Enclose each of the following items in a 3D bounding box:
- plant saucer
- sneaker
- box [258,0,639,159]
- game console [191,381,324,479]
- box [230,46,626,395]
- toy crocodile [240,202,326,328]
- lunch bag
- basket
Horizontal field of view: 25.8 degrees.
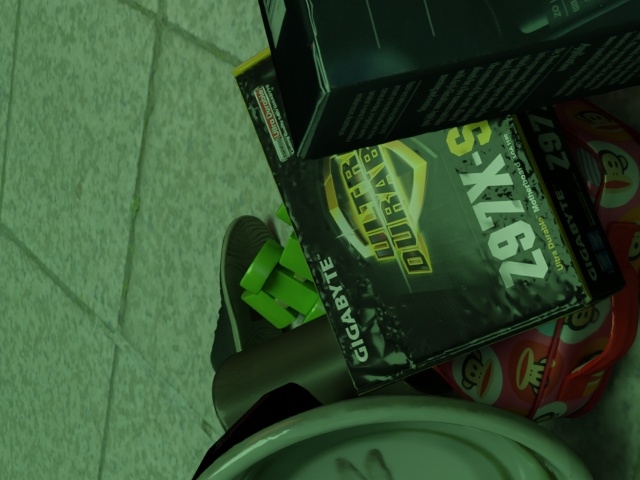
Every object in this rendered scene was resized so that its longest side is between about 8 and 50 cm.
[{"bbox_3d":[0.056,0.260,1.298,0.100,0.401,0.400,-98,26,-50],"label":"plant saucer"},{"bbox_3d":[-0.105,0.084,1.749,0.118,0.083,0.222,-18,75,61],"label":"sneaker"},{"bbox_3d":[0.144,-0.257,1.019,0.212,0.396,0.293,122,133,-79],"label":"box"},{"bbox_3d":[-0.007,0.297,1.428,0.044,0.361,0.213,30,79,46],"label":"game console"},{"bbox_3d":[0.085,-0.057,1.207,0.257,0.079,0.322,-25,83,37],"label":"box"},{"bbox_3d":[0.000,0.000,1.562,0.115,0.105,0.340,31,139,-1],"label":"toy crocodile"},{"bbox_3d":[0.195,0.016,1.269,0.258,0.120,0.293,41,125,46],"label":"lunch bag"},{"bbox_3d":[0.031,0.147,1.483,0.227,0.204,0.154,-36,41,42],"label":"basket"}]
